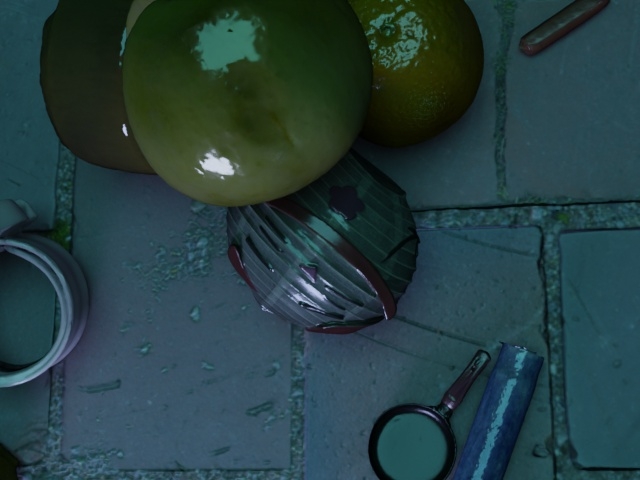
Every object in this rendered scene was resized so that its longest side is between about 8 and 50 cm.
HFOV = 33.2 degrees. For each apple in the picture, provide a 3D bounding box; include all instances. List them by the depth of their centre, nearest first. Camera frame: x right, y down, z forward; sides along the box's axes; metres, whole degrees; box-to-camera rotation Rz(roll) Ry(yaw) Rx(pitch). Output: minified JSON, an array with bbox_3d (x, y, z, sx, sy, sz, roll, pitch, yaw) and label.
[{"bbox_3d":[-0.089,-0.186,1.199,0.292,0.254,0.292,-22,33,15],"label":"apple"}]

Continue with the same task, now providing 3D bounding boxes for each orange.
[{"bbox_3d":[0.102,-0.231,1.378,0.236,0.236,0.236,-2,76,8],"label":"orange"}]

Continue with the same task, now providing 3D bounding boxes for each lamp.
[{"bbox_3d":[0.000,0.000,1.340,0.265,0.233,0.233,38,85,8],"label":"lamp"}]

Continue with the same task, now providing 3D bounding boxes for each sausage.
[{"bbox_3d":[0.332,-0.298,1.458,0.147,0.030,0.035,-36,73,-1],"label":"sausage"}]

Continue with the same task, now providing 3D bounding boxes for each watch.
[{"bbox_3d":[-0.441,0.084,1.436,0.244,0.196,0.231,-30,95,1],"label":"watch"}]

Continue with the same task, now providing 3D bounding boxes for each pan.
[{"bbox_3d":[0.145,0.223,1.354,0.115,0.040,0.212,38,93,18],"label":"pan"}]

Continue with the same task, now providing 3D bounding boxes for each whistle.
[{"bbox_3d":[0.199,0.276,1.327,0.062,0.062,0.304,19,81,13],"label":"whistle"}]

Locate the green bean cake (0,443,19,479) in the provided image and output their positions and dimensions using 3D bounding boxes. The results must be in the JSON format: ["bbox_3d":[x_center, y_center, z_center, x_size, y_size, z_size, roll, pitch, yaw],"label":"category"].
[{"bbox_3d":[-0.563,0.286,1.330,0.310,0.285,0.202,42,91,17],"label":"green bean cake"}]

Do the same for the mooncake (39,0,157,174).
[{"bbox_3d":[-0.240,-0.231,1.400,0.156,0.284,0.284,10,78,19],"label":"mooncake"}]
